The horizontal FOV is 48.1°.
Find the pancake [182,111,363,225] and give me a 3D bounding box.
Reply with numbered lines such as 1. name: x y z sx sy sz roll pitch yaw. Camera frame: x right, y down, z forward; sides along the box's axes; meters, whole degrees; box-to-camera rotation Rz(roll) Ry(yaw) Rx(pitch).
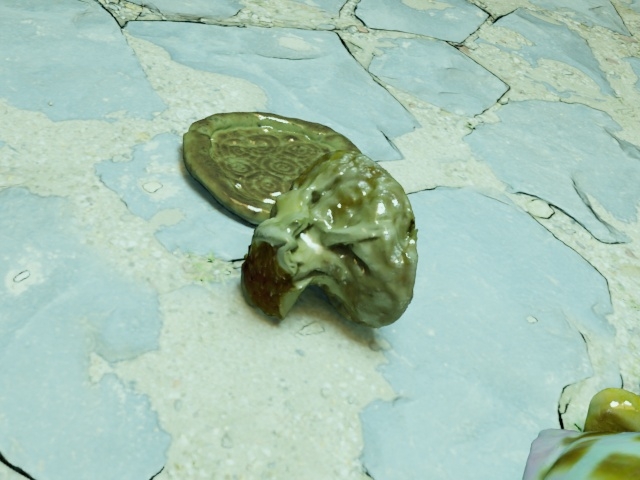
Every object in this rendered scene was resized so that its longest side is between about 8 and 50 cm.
1. pancake: -0.055 -0.100 0.945 0.250 0.031 0.250 10 41 -9

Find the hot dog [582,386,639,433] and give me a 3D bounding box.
1. hot dog: 0.395 0.226 0.692 0.286 0.088 0.061 30 37 11

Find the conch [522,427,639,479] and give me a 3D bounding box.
1. conch: 0.261 0.281 0.489 0.249 0.197 0.368 -6 57 -26

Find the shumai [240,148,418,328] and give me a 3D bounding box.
1. shumai: 0.000 0.000 0.757 0.153 0.161 0.209 -6 63 -29
